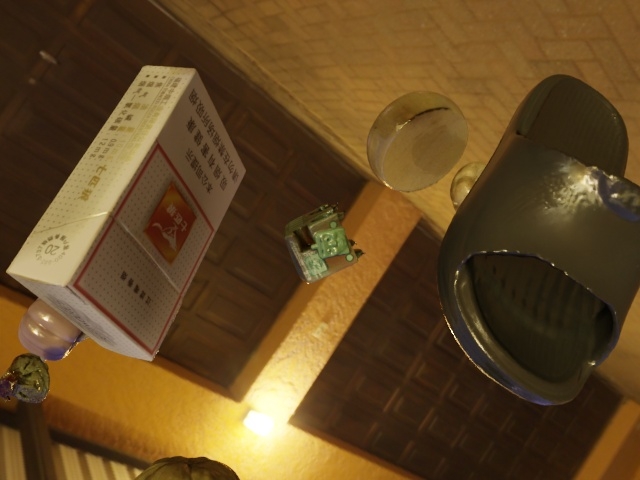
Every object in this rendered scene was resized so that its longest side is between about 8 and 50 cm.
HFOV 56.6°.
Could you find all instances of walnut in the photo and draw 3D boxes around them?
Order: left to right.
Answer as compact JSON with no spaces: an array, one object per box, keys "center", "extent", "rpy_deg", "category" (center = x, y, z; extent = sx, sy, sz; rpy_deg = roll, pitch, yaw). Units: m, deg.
[{"center":[-0.286,0.602,1.263],"extent":[0.253,0.277,0.282],"rpy_deg":[4,160,-44],"category":"walnut"}]

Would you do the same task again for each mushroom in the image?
[{"center":[0.373,-0.116,1.427],"extent":[0.148,0.148,0.112],"rpy_deg":[36,164,-37],"category":"mushroom"}]

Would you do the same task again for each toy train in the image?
[{"center":[0.000,0.000,1.357],"extent":[0.326,0.159,0.129],"rpy_deg":[-111,-3,-81],"category":"toy train"}]

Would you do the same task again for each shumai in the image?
[{"center":[-0.671,0.309,1.320],"extent":[0.123,0.099,0.087],"rpy_deg":[27,-174,28],"category":"shumai"}]

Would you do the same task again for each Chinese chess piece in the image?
[{"center":[0.229,-0.235,1.424],"extent":[0.251,0.251,0.097],"rpy_deg":[36,-163,-47],"category":"Chinese chess piece"}]

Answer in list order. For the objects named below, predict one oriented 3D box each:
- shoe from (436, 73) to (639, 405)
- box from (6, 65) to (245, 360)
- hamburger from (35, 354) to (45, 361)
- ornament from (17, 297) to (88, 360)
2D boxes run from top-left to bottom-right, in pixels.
[{"center":[0.153,-0.026,0.360],"extent":[0.108,0.241,0.093],"rpy_deg":[31,150,-6],"category":"shoe"},{"center":[-0.228,-0.037,0.783],"extent":[0.095,0.330,0.210],"rpy_deg":[11,150,21],"category":"box"},{"center":[-0.783,0.308,1.706],"extent":[0.054,0.121,0.084],"rpy_deg":[46,-161,-18],"category":"hamburger"},{"center":[-0.659,0.216,1.500],"extent":[0.177,0.178,0.177],"rpy_deg":[34,178,2],"category":"ornament"}]
